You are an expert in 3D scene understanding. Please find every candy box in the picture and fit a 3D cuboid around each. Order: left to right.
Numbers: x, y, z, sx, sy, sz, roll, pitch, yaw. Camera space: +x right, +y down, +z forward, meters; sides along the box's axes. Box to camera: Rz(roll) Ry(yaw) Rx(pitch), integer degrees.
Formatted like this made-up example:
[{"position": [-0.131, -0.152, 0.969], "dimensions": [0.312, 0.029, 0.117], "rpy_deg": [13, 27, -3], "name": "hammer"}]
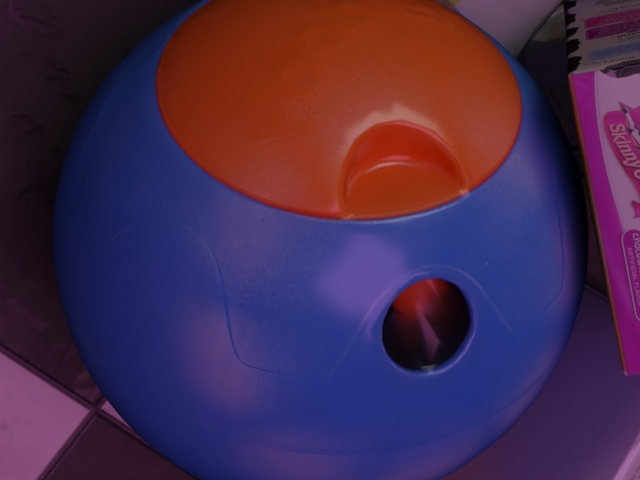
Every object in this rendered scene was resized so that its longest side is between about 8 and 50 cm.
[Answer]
[{"position": [0.178, -0.043, 0.899], "dimensions": [0.071, 0.233, 0.159], "rpy_deg": [-10, 104, 10], "name": "candy box"}]

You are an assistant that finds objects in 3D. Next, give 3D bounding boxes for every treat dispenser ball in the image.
[{"position": [0.000, 0.000, 0.901], "dimensions": [0.288, 0.288, 0.288], "rpy_deg": [-7, 109, -21], "name": "treat dispenser ball"}]

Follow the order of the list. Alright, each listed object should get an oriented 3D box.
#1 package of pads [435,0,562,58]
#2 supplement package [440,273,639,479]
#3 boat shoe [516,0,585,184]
[{"position": [0.069, -0.270, 0.946], "dimensions": [0.296, 0.101, 0.229], "rpy_deg": [40, 88, -27], "name": "package of pads"}, {"position": [0.153, 0.132, 1.020], "dimensions": [0.145, 0.262, 0.204], "rpy_deg": [27, 95, -27], "name": "supplement package"}, {"position": [0.278, -0.193, 1.054], "dimensions": [0.367, 0.136, 0.156], "rpy_deg": [-30, 113, -1], "name": "boat shoe"}]
